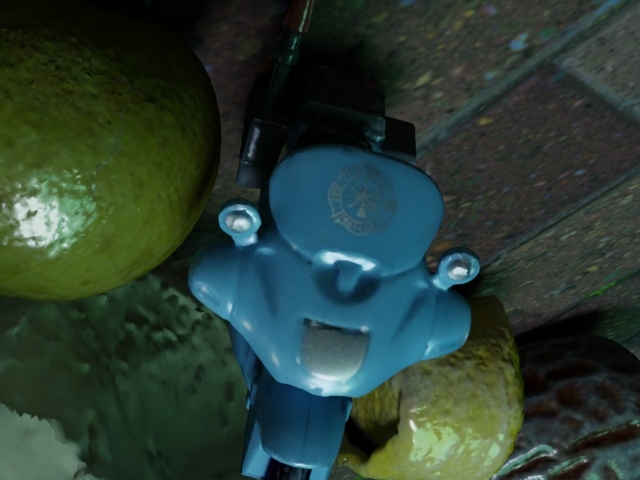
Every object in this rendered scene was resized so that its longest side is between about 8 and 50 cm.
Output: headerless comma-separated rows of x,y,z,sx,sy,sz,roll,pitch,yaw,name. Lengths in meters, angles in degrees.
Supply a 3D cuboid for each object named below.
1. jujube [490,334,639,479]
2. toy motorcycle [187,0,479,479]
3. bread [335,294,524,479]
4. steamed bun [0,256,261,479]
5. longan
0.249,0.238,1.178,0.308,0.215,0.246,-21,178,-5,jujube
0.000,0.000,0.488,0.123,0.272,0.182,12,129,-8,toy motorcycle
0.103,0.141,0.931,0.170,0.197,0.197,9,144,-25,bread
-0.203,0.120,0.598,0.311,0.233,0.334,-25,151,14,steamed bun
-0.118,-0.057,0.430,0.145,0.176,0.154,19,-177,15,longan
